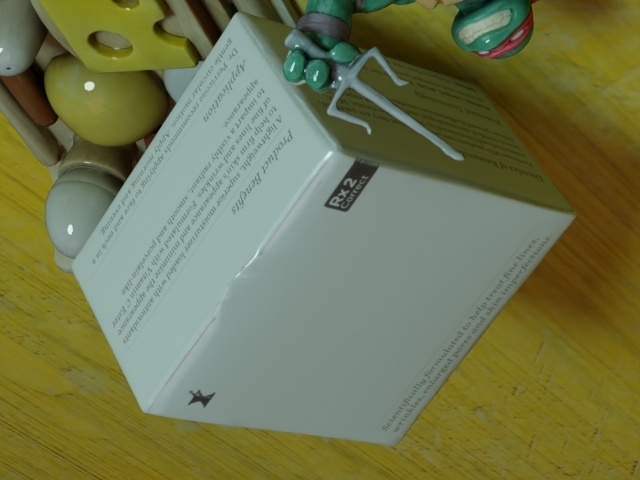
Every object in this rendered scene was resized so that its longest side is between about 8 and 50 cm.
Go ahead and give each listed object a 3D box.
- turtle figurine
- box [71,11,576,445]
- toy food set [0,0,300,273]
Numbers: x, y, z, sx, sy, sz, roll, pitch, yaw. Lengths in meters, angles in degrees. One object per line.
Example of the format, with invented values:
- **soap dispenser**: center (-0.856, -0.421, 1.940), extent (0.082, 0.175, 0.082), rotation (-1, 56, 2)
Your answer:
- **turtle figurine**: center (0.046, -0.139, 0.875), extent (0.175, 0.118, 0.234), rotation (-36, 119, 10)
- **box**: center (0.000, 0.000, 1.019), extent (0.182, 0.119, 0.181), rotation (13, 123, -41)
- **toy food set**: center (-0.115, -0.074, 1.079), extent (0.219, 0.092, 0.306), rotation (-1, 149, 22)
